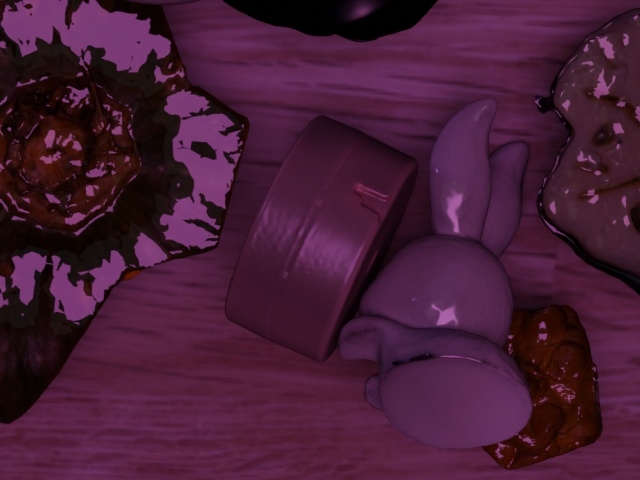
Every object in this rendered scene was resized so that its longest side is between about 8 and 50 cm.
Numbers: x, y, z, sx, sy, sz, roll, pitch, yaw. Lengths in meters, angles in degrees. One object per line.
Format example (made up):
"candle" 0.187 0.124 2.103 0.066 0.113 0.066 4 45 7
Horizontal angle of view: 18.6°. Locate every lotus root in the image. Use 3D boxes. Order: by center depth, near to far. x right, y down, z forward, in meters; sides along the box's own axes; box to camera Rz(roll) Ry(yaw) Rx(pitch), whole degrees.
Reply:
"lotus root" 0.228 -0.056 1.327 0.203 0.078 0.183 38 84 -13

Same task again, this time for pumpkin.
"pumpkin" -0.178 -0.054 1.294 0.258 0.095 0.290 -28 97 6

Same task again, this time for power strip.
"power strip" 0.000 0.000 1.282 0.078 0.154 0.154 25 98 6

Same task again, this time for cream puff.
"cream puff" 0.144 0.103 1.334 0.094 0.122 0.116 -13 132 3

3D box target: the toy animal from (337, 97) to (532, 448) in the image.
"toy animal" 0.079 0.021 1.290 0.131 0.221 0.104 -21 136 32

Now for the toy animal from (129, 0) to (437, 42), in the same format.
"toy animal" -0.042 -0.237 1.193 0.267 0.212 0.212 11 100 -30
